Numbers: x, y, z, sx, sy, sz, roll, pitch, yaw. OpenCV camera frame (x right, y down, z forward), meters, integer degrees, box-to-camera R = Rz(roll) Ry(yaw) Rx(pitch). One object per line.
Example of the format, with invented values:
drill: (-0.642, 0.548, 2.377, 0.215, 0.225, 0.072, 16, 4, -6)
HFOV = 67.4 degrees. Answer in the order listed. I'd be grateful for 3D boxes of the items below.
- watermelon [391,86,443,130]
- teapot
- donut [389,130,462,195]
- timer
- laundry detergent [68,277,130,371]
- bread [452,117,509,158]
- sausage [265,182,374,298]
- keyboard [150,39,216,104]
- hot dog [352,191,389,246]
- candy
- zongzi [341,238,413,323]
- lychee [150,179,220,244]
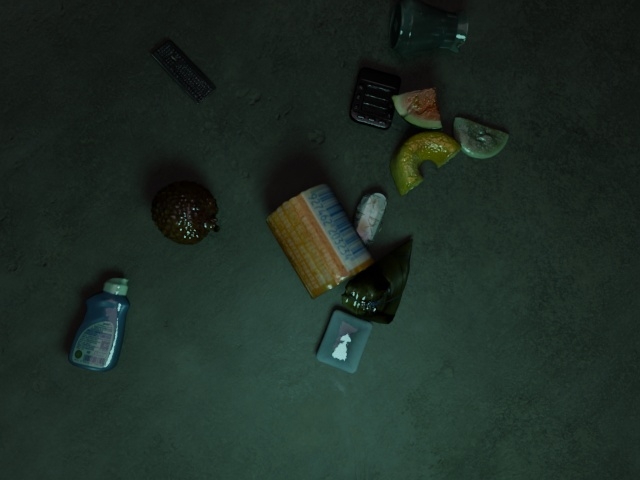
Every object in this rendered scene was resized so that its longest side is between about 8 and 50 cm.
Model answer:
watermelon: (0.329, -0.401, 1.530, 0.193, 0.137, 0.145, -6, 82, -30)
teapot: (0.347, -0.698, 1.560, 0.225, 0.171, 0.203, 1, 57, -9)
donut: (0.322, -0.279, 1.564, 0.259, 0.101, 0.152, -39, 84, 0)
timer: (0.178, -0.466, 1.585, 0.144, 0.055, 0.187, 14, 82, -4)
laundry detergent: (-0.672, 0.252, 1.493, 0.144, 0.094, 0.289, 14, 83, 4)
bread: (0.525, -0.332, 1.600, 0.193, 0.036, 0.112, 19, 87, -1)
sausage: (0.000, 0.000, 1.460, 0.233, 0.233, 0.287, -32, 88, -4)
keyboard: (-0.451, -0.552, 1.574, 0.094, 0.025, 0.230, -44, 90, -7)
hot dog: (0.157, -0.067, 1.562, 0.099, 0.053, 0.192, 18, 89, 0)
candy: (0.077, 0.321, 1.527, 0.138, 0.071, 0.174, 22, 87, -2)
zongzi: (0.192, 0.098, 1.449, 0.138, 0.286, 0.300, 26, 85, 24)
lychee: (-0.406, -0.082, 1.471, 0.238, 0.200, 0.200, 26, 86, 14)
